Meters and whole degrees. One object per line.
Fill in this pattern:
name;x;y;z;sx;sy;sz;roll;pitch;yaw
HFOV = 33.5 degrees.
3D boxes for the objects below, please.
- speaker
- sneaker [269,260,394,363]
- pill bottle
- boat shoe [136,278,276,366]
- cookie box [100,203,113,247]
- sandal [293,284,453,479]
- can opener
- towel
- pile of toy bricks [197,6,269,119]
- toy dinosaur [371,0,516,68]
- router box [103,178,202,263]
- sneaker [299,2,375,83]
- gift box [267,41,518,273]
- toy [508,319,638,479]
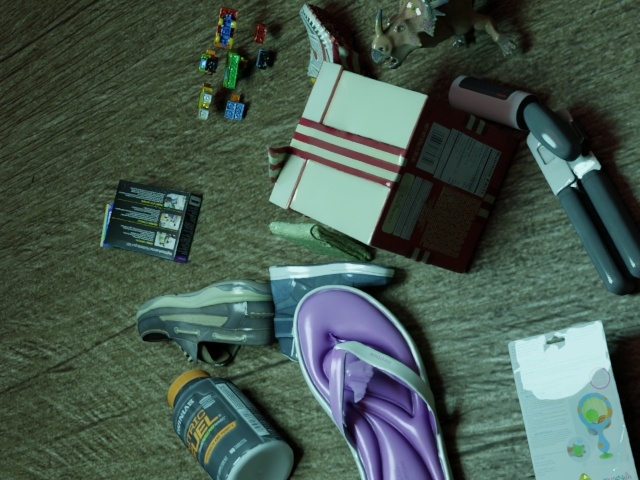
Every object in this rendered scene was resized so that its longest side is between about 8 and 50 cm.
speaker;0.253;-0.201;1.550;0.136;0.055;0.055;27;98;46
sneaker;0.020;0.114;1.672;0.226;0.086;0.163;-6;82;36
pill bottle;-0.160;0.313;1.754;0.246;0.130;0.130;39;106;44
boat shoe;-0.206;0.154;1.844;0.355;0.132;0.130;-18;74;48
cookie box;-0.392;-0.029;2.144;0.107;0.040;0.092;-2;78;44
sandal;0.086;0.233;1.508;0.169;0.102;0.416;-26;68;-1
can opener;0.339;-0.062;1.396;0.076;0.095;0.283;-41;53;30
towel;0.000;0.000;1.674;0.110;0.148;0.027;7;79;45
pile of toy bricks;-0.166;-0.329;1.982;0.105;0.118;0.212;-109;31;-65
toy dinosaur;0.180;-0.377;1.556;0.127;0.200;0.295;-18;56;43
router box;-0.324;-0.038;2.045;0.179;0.046;0.133;12;86;30
sneaker;0.007;-0.314;1.802;0.093;0.088;0.225;-42;52;30
gift box;0.087;-0.123;1.543;0.258;0.276;0.255;26;92;47
toy;0.330;0.233;1.350;0.137;0.056;0.237;-19;70;36
